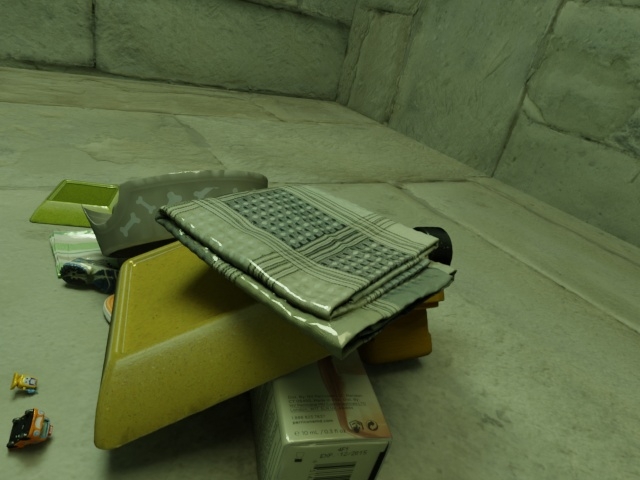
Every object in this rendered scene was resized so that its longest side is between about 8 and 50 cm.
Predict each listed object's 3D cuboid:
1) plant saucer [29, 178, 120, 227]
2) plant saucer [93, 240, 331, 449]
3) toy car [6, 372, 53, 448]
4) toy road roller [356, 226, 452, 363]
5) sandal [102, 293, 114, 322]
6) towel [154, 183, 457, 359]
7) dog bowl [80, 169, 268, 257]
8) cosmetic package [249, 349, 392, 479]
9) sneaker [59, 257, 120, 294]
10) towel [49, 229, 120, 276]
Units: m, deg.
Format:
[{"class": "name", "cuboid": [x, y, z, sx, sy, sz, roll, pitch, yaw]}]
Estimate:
[{"class": "plant saucer", "cuboid": [-0.568, -0.096, 1.056, 0.188, 0.045, 0.188, 5, 28, -15]}, {"class": "plant saucer", "cuboid": [-0.157, 0.074, 0.622, 0.332, 0.081, 0.333, -21, 32, -9]}, {"class": "toy car", "cuboid": [-0.362, 0.207, 0.556, 0.040, 0.060, 0.122, 33, 16, -42]}, {"class": "toy road roller", "cuboid": [0.098, 0.106, 0.857, 0.202, 0.241, 0.329, 0, -8, -23]}, {"class": "sandal", "cuboid": [-0.266, 0.135, 0.710, 0.265, 0.076, 0.102, 27, 30, 25]}, {"class": "towel", "cuboid": [0.000, 0.000, 0.587, 0.324, 0.056, 0.312, 31, 27, 28]}, {"class": "dog bowl", "cuboid": [-0.264, -0.042, 0.851, 0.348, 0.102, 0.349, -10, -3, -1]}, {"class": "cosmetic package", "cuboid": [-0.024, 0.201, 0.614, 0.129, 0.153, 0.296, 5, 29, -17]}, {"class": "sneaker", "cuboid": [-0.404, 0.059, 0.816, 0.135, 0.052, 0.058, 17, 23, -8]}, {"class": "towel", "cuboid": [-0.483, 0.021, 0.893, 0.113, 0.023, 0.152, -7, 33, -33]}]
